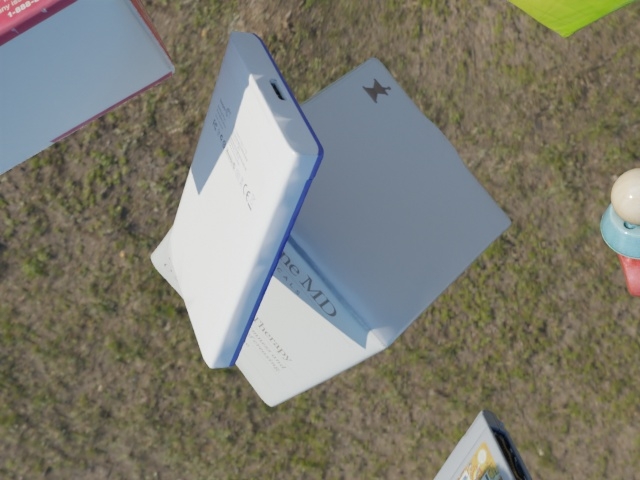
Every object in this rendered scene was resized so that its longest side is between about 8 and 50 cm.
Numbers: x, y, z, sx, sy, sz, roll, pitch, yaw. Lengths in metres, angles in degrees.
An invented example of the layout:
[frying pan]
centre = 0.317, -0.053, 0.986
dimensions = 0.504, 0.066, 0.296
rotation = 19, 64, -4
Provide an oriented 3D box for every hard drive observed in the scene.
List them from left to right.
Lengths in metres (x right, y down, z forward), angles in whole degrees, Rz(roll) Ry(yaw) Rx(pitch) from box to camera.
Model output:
[hard drive]
centre = -0.098, -0.038, 0.892
dimensions = 0.040, 0.210, 0.319
rotation = -1, 135, -29

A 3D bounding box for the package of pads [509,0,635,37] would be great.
[package of pads]
centre = 0.226, -0.294, 0.631
dimensions = 0.229, 0.101, 0.296
rotation = 24, 161, -21

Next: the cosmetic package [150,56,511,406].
[cosmetic package]
centre = 0.000, 0.000, 1.234
dimensions = 0.329, 0.327, 0.393
rotation = 50, 146, 1

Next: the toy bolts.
[toy bolts]
centre = 0.405, -0.065, 0.856
dimensions = 0.228, 0.218, 0.158
rotation = -23, 143, 9

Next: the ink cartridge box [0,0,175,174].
[ink cartridge box]
centre = -0.359, -0.280, 0.828
dimensions = 0.279, 0.385, 0.160
rotation = -30, 153, 3

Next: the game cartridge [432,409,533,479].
[game cartridge]
centre = 0.251, 0.419, 1.234
dimensions = 0.062, 0.297, 0.198
rotation = 30, 104, -13
